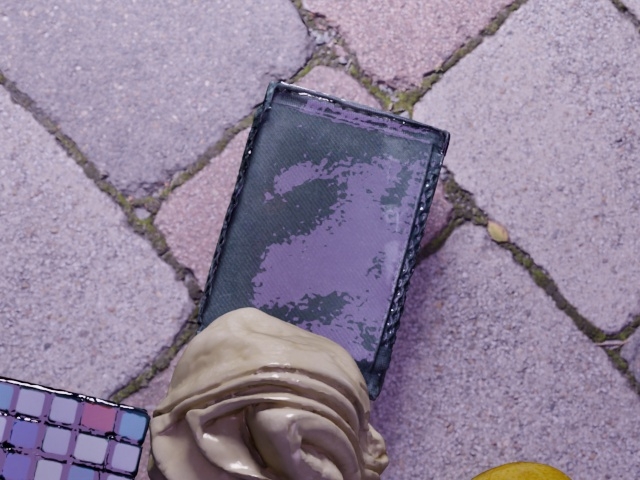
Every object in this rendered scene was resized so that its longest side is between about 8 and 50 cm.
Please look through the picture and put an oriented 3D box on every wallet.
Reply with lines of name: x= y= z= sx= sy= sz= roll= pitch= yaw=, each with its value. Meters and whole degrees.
wallet: x=0.000 y=0.000 z=1.994 sx=0.237 sy=0.075 sz=0.342 roll=16 pitch=80 yaw=-3

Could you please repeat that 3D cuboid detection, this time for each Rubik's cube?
Rubik's cube: x=-0.303 y=0.257 z=1.829 sx=0.187 sy=0.182 sz=0.184 roll=15 pitch=79 yaw=-11

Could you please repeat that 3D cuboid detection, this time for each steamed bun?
steamed bun: x=-0.062 y=0.249 z=1.844 sx=0.276 sy=0.203 sz=0.289 roll=22 pitch=99 yaw=4

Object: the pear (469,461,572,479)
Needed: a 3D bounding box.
pear: x=0.231 y=0.355 z=1.920 sx=0.209 sy=0.209 sz=0.208 roll=2 pitch=81 yaw=-12
